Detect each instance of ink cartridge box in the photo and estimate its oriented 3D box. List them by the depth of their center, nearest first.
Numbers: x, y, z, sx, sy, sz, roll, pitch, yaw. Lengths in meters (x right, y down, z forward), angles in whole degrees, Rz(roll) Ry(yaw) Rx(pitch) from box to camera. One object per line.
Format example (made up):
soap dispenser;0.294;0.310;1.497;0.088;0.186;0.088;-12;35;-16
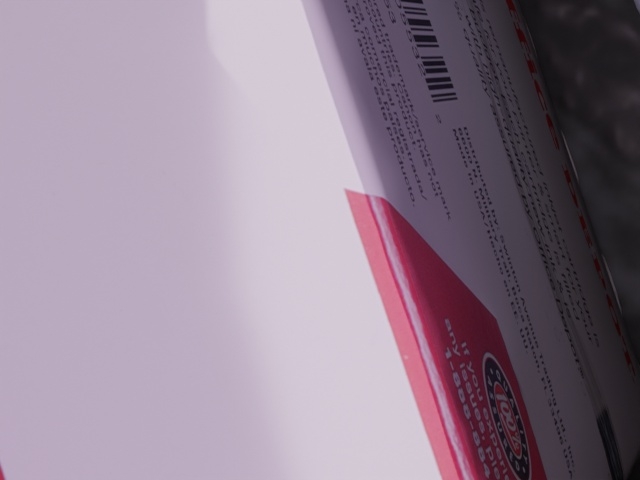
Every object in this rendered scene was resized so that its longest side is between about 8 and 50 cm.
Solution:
ink cartridge box;0.000;0.000;0.459;0.100;0.237;0.172;-18;90;17

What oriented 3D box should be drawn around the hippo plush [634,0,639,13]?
hippo plush;0.159;-0.123;0.412;0.294;0.234;0.236;10;109;-7
